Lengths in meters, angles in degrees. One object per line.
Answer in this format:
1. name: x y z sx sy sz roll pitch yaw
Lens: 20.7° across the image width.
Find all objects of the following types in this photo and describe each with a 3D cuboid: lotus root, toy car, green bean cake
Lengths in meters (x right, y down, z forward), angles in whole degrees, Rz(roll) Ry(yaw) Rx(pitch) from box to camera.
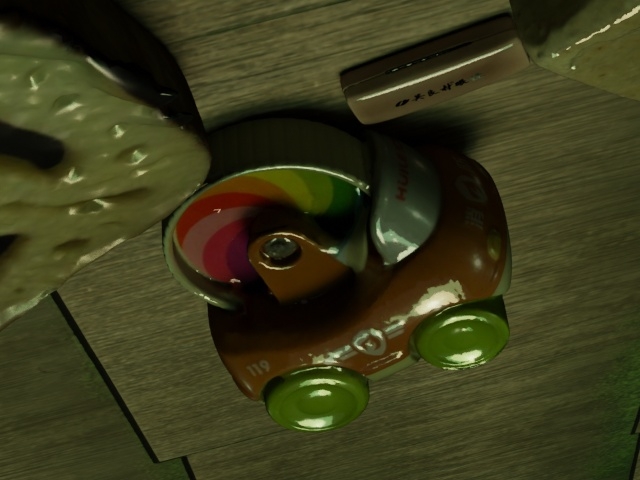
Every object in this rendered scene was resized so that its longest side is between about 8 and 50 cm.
1. lotus root: -0.240 -0.038 0.957 0.375 0.111 0.390 -4 151 -26
2. toy car: 0.000 0.000 1.161 0.235 0.145 0.235 -4 140 -4
3. green bean cake: 0.202 -0.140 1.007 0.179 0.085 0.109 10 148 -41

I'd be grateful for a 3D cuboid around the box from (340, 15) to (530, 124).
1. box: 0.072 -0.103 1.085 0.115 0.025 0.048 -18 154 9
